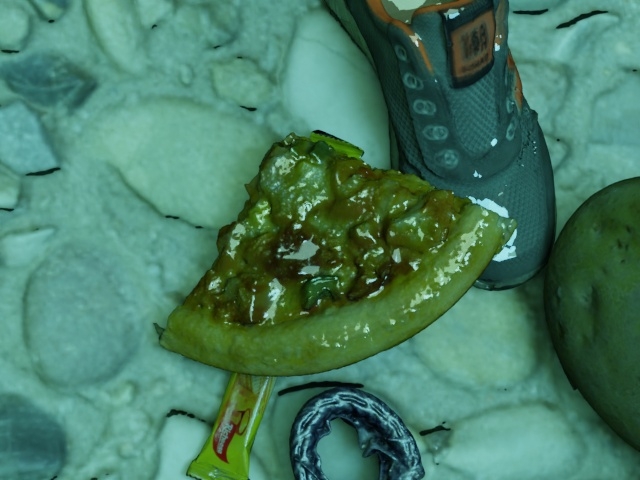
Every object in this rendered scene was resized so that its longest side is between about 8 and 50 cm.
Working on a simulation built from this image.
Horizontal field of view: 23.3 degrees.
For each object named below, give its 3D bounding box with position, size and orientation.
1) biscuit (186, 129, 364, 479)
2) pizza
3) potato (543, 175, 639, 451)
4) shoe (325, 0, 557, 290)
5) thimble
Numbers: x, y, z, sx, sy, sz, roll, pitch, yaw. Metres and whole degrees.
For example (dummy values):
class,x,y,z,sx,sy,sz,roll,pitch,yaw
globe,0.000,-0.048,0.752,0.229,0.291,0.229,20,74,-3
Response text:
class,x,y,z,sx,sy,sz,roll,pitch,yaw
biscuit,-0.032,0.053,1.212,0.048,0.026,0.291,16,78,15
pizza,0.000,0.000,1.170,0.292,0.058,0.197,-16,69,13
potato,0.268,0.063,1.184,0.160,0.178,0.235,-21,104,-44
shoe,0.105,-0.130,1.187,0.132,0.171,0.336,-21,83,-11
thimble,0.021,0.166,1.180,0.104,0.066,0.095,41,76,3
